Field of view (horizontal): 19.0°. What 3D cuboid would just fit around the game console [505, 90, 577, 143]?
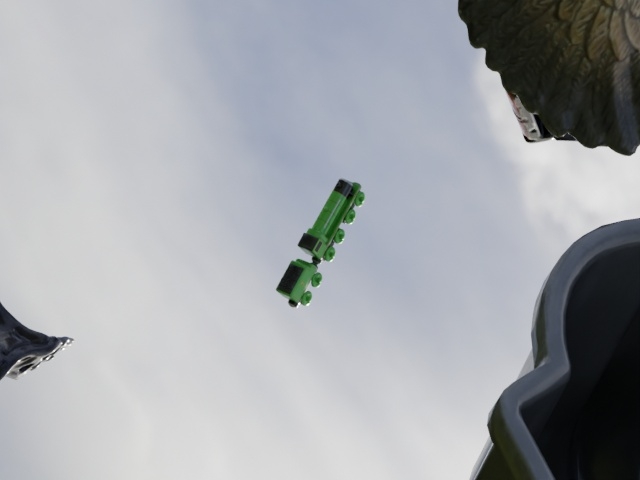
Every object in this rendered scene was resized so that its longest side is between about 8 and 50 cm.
[{"bbox_3d":[0.151,-0.138,1.147,0.124,0.085,0.144,53,28,-65],"label":"game console"}]

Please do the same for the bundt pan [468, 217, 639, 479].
[{"bbox_3d":[0.166,0.142,0.511,0.331,0.331,0.124,52,-47,23],"label":"bundt pan"}]

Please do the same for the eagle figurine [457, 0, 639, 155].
[{"bbox_3d":[0.160,-0.221,0.926,0.226,0.225,0.298,102,-29,-70],"label":"eagle figurine"}]

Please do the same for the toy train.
[{"bbox_3d":[0.000,0.000,1.101,0.017,0.083,0.024,20,-14,35],"label":"toy train"}]

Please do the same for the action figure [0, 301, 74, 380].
[{"bbox_3d":[-0.284,-0.013,1.196,0.275,0.164,0.141,56,9,4],"label":"action figure"}]
